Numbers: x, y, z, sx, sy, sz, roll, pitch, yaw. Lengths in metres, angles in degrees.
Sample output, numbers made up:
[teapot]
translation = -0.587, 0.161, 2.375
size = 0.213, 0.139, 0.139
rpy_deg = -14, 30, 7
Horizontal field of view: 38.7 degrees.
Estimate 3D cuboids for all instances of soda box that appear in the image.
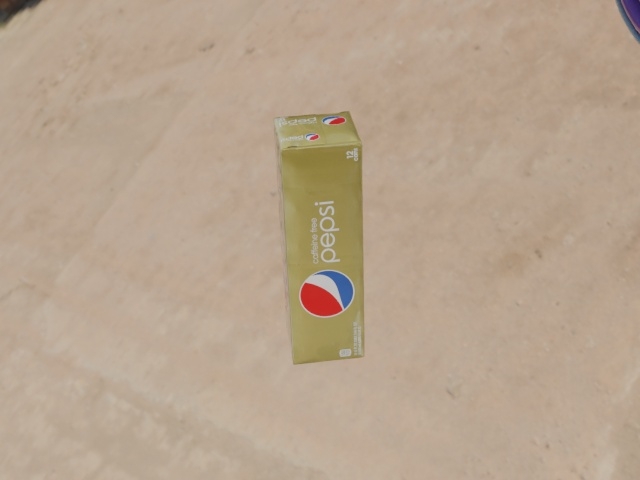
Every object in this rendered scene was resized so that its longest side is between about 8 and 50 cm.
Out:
[soda box]
translation = 0.000, 0.000, 0.676
size = 0.058, 0.181, 0.061
rpy_deg = -6, 30, -5

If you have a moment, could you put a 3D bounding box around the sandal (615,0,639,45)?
[sandal]
translation = 0.192, -0.199, 0.409
size = 0.102, 0.416, 0.169
rpy_deg = -24, 67, -5
